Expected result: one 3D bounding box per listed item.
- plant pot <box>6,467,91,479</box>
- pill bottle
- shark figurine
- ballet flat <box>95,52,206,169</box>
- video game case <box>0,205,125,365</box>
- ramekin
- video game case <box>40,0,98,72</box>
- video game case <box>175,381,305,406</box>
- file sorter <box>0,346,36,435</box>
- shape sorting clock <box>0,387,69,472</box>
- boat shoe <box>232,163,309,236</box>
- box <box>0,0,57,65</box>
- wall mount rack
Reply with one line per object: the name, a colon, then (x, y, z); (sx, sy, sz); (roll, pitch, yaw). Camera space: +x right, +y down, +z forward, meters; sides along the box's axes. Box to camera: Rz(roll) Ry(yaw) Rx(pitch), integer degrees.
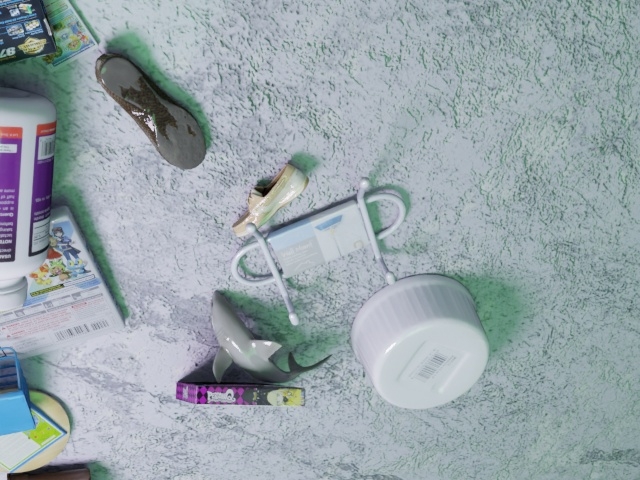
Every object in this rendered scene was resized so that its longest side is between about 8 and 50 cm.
plant pot: (-0.556, 0.550, 1.766); (0.165, 0.167, 0.166); (-7, 126, -19)
pill bottle: (-0.499, -0.065, 1.280); (0.182, 0.181, 0.322); (4, 106, -18)
shark figurine: (-0.098, 0.220, 1.633); (0.116, 0.166, 0.278); (-29, 127, 34)
ballet flat: (-0.274, -0.208, 1.373); (0.084, 0.058, 0.250); (-49, 131, -6)
video game case: (-0.549, 0.099, 1.499); (0.329, 0.036, 0.300); (-16, 134, -3)
ramekin: (0.211, 0.218, 1.749); (0.277, 0.135, 0.277); (-7, 125, -10)
video game case: (-0.404, -0.322, 1.276); (0.087, 0.011, 0.122); (-27, 127, 4)
video game case: (-0.162, 0.301, 1.668); (0.210, 0.232, 0.041); (5, 81, -19)
file sorter: (-0.596, 0.281, 1.554); (0.118, 0.104, 0.170); (-9, 150, -16)
shape sorting clock: (-0.607, 0.379, 1.696); (0.206, 0.040, 0.206); (-8, 122, -14)
boat shoe: (-0.099, -0.074, 1.510); (0.170, 0.063, 0.059); (-39, 111, 15)
box: (-0.497, -0.315, 1.175); (0.220, 0.051, 0.175); (-17, 144, -10)
wall mount rack: (0.000, 0.000, 1.525); (0.350, 0.130, 0.304); (-22, 135, -2)
